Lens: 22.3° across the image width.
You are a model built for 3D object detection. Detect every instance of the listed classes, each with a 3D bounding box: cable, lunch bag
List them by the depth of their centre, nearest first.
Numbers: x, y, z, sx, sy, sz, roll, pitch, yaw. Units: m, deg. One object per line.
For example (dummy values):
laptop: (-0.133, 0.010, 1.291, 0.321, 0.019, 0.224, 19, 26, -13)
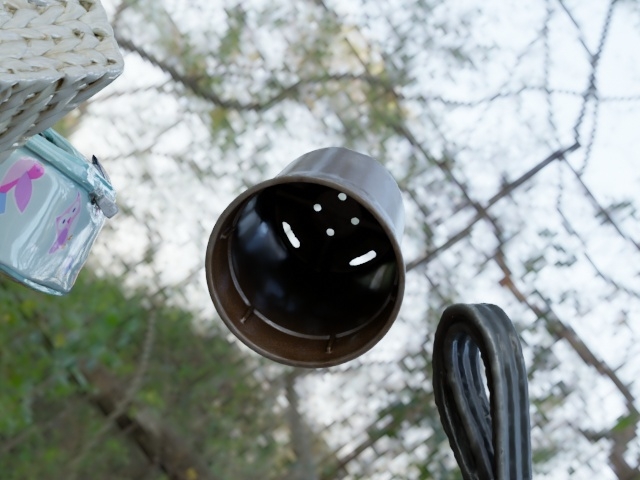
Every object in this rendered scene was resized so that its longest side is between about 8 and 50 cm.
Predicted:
cable: (0.090, 0.181, 0.893, 0.139, 0.072, 0.287, -171, -104, -67)
lunch bag: (-0.272, -0.068, 1.109, 0.279, 0.108, 0.224, 29, -8, 5)

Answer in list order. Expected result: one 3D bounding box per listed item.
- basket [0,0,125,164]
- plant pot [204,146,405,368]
basket: (-0.185, -0.080, 0.727, 0.113, 0.167, 0.103, -18, 79, -60)
plant pot: (0.000, 0.000, 1.386, 0.167, 0.167, 0.165, 57, 19, -12)
